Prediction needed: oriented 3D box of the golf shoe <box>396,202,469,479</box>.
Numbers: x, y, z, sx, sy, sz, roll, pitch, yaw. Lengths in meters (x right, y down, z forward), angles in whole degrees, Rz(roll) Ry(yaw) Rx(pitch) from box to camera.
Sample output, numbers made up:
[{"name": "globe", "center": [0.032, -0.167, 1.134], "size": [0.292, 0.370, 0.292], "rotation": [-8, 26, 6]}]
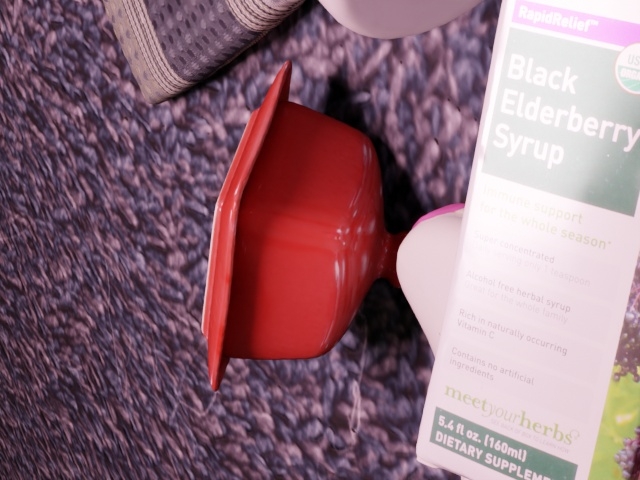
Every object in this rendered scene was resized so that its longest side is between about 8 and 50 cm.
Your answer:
[{"name": "golf shoe", "center": [0.108, 0.102, 0.653], "size": [0.306, 0.140, 0.115], "rotation": [53, 147, 33]}]

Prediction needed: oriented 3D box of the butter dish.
[{"name": "butter dish", "center": [0.000, 0.000, 0.817], "size": [0.160, 0.118, 0.160], "rotation": [-73, -5, -50]}]

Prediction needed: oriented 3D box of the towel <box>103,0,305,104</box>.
[{"name": "towel", "center": [-0.108, -0.277, 0.918], "size": [0.312, 0.056, 0.324], "rotation": [-20, 90, 64]}]

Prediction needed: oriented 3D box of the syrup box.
[{"name": "syrup box", "center": [0.118, -0.016, 0.537], "size": [0.093, 0.096, 0.237], "rotation": [19, 109, 32]}]

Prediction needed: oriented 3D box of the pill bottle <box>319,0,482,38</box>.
[{"name": "pill bottle", "center": [0.000, -0.217, 0.668], "size": [0.229, 0.131, 0.131], "rotation": [53, 146, 31]}]
